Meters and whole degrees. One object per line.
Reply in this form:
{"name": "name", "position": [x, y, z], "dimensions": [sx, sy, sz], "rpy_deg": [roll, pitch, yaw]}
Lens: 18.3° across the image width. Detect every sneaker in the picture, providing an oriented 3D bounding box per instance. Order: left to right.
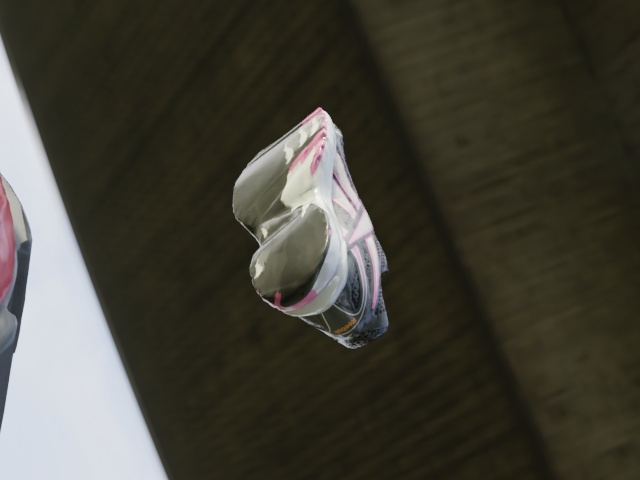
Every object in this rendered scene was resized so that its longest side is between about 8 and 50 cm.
{"name": "sneaker", "position": [0.000, 0.000, 1.117], "dimensions": [0.077, 0.072, 0.178], "rpy_deg": [45, 25, -28]}

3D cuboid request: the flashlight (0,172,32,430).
{"name": "flashlight", "position": [-0.093, -0.073, 0.341], "dimensions": [0.103, 0.103, 0.304], "rpy_deg": [59, -31, 38]}
